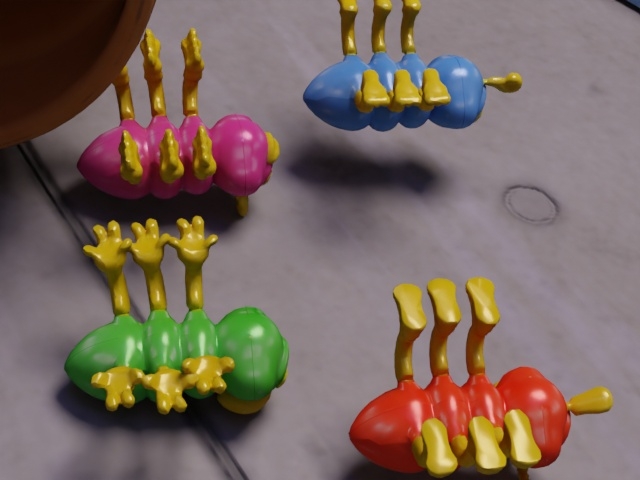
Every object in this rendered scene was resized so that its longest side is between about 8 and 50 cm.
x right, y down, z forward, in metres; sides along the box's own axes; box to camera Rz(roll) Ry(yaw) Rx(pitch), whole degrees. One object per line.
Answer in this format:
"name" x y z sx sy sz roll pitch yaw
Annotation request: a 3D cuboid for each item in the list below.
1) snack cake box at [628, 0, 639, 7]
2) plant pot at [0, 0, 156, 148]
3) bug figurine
"snack cake box" 0.257 -0.200 0.896 0.264 0.089 0.152 35 44 20
"plant pot" -0.183 -0.210 0.613 0.291 0.291 0.203 16 47 0
"bug figurine" 0.000 0.000 0.621 0.216 0.072 0.279 0 49 -8
